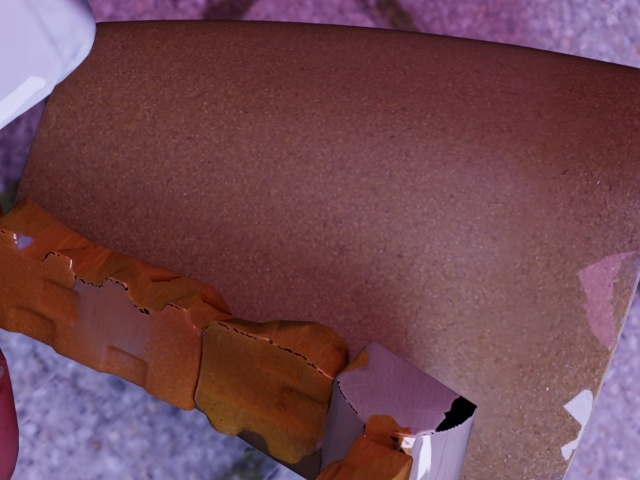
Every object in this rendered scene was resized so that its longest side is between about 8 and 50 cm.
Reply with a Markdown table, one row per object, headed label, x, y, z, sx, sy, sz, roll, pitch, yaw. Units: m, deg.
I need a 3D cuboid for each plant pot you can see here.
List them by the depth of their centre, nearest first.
| label | x | y | z | sx | sy | sz | roll | pitch | yaw |
| --- | --- | --- | --- | --- | --- | --- | --- | --- | --- |
| plant pot | 0.000 | 0.000 | 0.862 | 0.254 | 0.237 | 0.237 | 18 | 73 | 3 |

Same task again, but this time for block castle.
| label | x | y | z | sx | sy | sz | roll | pitch | yaw |
| --- | --- | --- | --- | --- | --- | --- | --- | --- | --- |
| block castle | -0.161 | 0.186 | 0.660 | 0.303 | 0.213 | 0.453 | 23 | 39 | 16 |

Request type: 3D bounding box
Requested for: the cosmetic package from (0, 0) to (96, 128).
| label | x | y | z | sx | sy | sz | roll | pitch | yaw |
| --- | --- | --- | --- | --- | --- | --- | --- | --- | --- |
| cosmetic package | -0.301 | -0.132 | 0.530 | 0.327 | 0.394 | 0.329 | -36 | 115 | 4 |
